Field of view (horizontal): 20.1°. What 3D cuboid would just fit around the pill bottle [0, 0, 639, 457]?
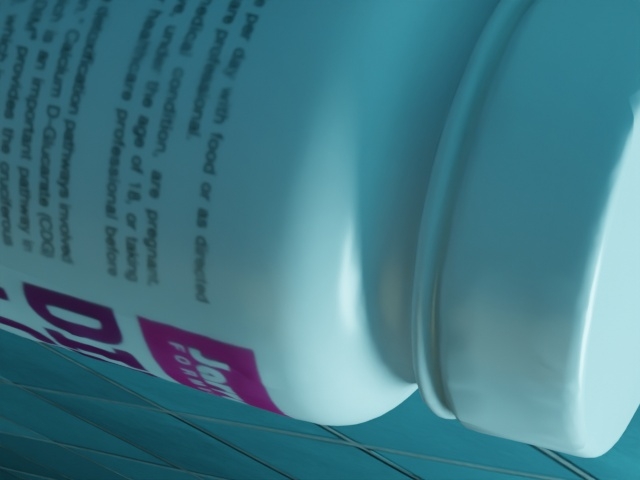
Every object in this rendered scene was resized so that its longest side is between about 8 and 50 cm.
[{"bbox_3d":[-0.033,-0.036,0.556,0.283,0.160,0.160,14,163,21],"label":"pill bottle"}]
